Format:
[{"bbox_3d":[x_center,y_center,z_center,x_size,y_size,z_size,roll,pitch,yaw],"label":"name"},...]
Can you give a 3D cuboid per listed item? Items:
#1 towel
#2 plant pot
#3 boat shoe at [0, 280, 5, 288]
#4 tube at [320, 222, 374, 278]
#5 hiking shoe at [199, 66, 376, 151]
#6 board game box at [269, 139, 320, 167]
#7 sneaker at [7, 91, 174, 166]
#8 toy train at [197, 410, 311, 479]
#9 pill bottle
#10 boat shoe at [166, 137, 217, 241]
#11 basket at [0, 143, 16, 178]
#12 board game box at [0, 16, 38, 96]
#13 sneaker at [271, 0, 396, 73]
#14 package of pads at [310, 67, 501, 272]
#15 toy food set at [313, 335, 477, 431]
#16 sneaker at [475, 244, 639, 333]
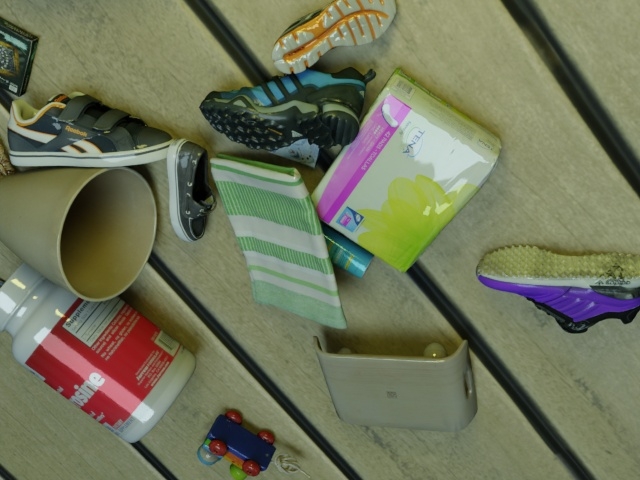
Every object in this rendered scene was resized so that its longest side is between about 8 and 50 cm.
[{"bbox_3d":[-0.080,0.002,1.557,0.248,0.038,0.324,14,129,42],"label":"towel"},{"bbox_3d":[-0.501,-0.039,1.618,0.274,0.256,0.256,14,125,28],"label":"plant pot"},{"bbox_3d":[-0.690,0.167,1.885,0.066,0.066,0.183,-30,108,29],"label":"boat shoe"},{"bbox_3d":[0.000,0.000,1.590,0.207,0.052,0.080,28,114,6],"label":"tube"},{"bbox_3d":[-0.058,-0.230,1.430,0.304,0.132,0.113,8,149,25],"label":"hiking shoe"},{"bbox_3d":[-0.040,-0.184,1.500,0.090,0.020,0.090,19,124,6],"label":"board game box"},{"bbox_3d":[-0.425,-0.204,1.543,0.321,0.126,0.127,0,109,8],"label":"sneaker"},{"bbox_3d":[-0.157,0.505,1.917,0.248,0.105,0.143,33,134,-5],"label":"toy train"},{"bbox_3d":[-0.480,0.215,1.754,0.408,0.229,0.229,39,123,-8],"label":"pill bottle"},{"bbox_3d":[-0.230,-0.085,1.571,0.076,0.080,0.228,17,129,20],"label":"boat shoe"},{"bbox_3d":[-0.766,-0.137,1.707,0.213,0.223,0.299,12,131,50],"label":"basket"},{"bbox_3d":[-0.621,-0.363,1.564,0.186,0.026,0.126,29,124,-1],"label":"board game box"},{"bbox_3d":[0.018,-0.345,1.354,0.215,0.083,0.084,-22,118,8],"label":"sneaker"},{"bbox_3d":[0.141,-0.108,1.444,0.229,0.101,0.296,33,125,-4],"label":"package of pads"},{"bbox_3d":[0.151,0.275,1.696,0.306,0.092,0.219,0,132,18],"label":"toy food set"},{"bbox_3d":[0.420,0.099,1.485,0.293,0.102,0.146,4,122,14],"label":"sneaker"}]
